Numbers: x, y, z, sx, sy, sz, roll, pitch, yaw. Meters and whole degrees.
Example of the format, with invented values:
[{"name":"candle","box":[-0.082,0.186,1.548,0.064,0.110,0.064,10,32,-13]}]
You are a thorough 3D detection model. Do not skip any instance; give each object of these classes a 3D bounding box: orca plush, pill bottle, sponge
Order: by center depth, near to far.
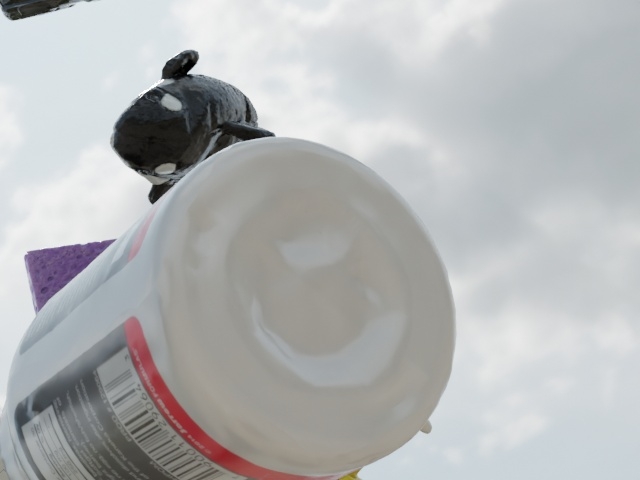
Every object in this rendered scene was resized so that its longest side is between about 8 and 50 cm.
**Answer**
[{"name":"pill bottle","box":[-0.078,0.079,0.798,0.176,0.176,0.318,0,-20,-32]},{"name":"orca plush","box":[-0.093,-0.089,1.328,0.287,0.102,0.151,34,-107,-71]},{"name":"sponge","box":[-0.254,0.106,1.536,0.117,0.210,0.031,-10,-10,-21]}]

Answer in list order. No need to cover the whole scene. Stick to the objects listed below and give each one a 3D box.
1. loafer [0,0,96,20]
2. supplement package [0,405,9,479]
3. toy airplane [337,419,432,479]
[{"name":"loafer","box":[-0.225,-0.263,1.294,0.223,0.078,0.076,-6,15,34]},{"name":"supplement package","box":[-0.363,0.287,1.268,0.262,0.199,0.198,-42,-51,-9]},{"name":"toy airplane","box":[0.002,0.322,1.600,0.272,0.384,0.386,14,-56,4]}]
